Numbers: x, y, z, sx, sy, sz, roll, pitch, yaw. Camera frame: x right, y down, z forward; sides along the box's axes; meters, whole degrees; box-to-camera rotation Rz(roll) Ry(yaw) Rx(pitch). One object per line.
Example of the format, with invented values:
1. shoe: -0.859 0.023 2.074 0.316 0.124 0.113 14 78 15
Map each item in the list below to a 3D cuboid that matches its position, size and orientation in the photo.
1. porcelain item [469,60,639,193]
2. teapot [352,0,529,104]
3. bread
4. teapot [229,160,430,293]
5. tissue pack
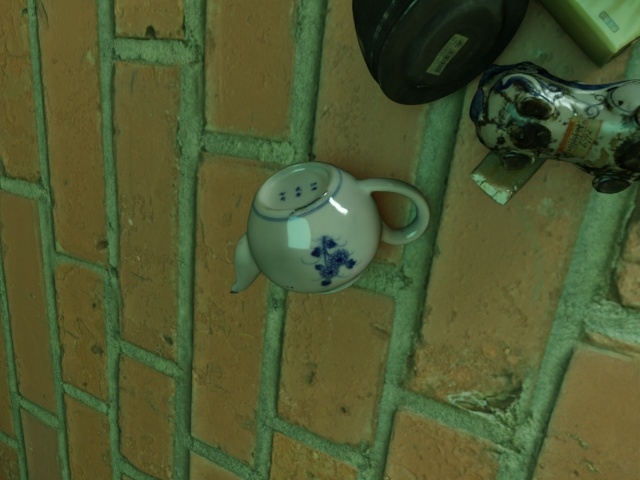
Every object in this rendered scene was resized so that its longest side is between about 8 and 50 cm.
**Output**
1. porcelain item: 0.368 -0.182 0.642 0.288 0.186 0.138 12 134 11
2. teapot: 0.129 -0.375 0.633 0.239 0.322 0.239 -36 65 23
3. bread: 0.307 -0.126 0.688 0.077 0.152 0.105 42 122 11
4. teapot: 0.000 0.000 0.835 0.424 0.252 0.280 -18 130 7
5. tissue pack: 0.366 -0.366 0.589 0.125 0.159 0.234 -39 84 29
